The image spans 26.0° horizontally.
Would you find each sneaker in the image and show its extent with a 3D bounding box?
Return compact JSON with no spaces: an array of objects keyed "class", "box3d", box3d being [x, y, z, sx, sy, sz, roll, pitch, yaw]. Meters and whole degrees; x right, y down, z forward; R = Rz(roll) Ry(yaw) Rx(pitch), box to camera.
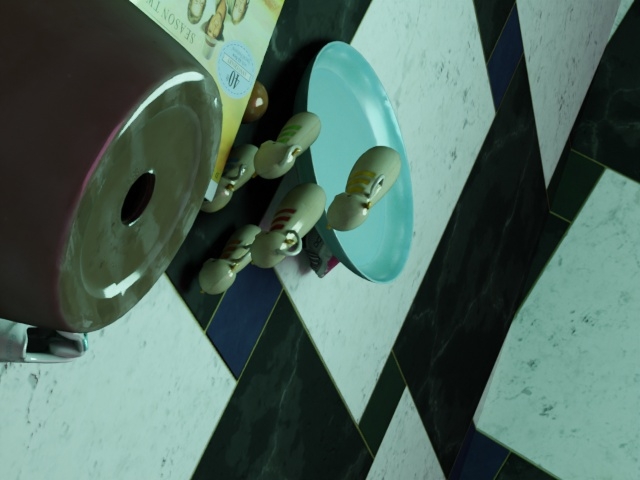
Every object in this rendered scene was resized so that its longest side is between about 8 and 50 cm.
[{"class":"sneaker","box3d":[-0.248,0.083,1.301,0.212,0.094,0.080,-19,121,-64]},{"class":"sneaker","box3d":[0.000,0.000,1.866,0.063,0.075,0.170,-43,173,-8]}]

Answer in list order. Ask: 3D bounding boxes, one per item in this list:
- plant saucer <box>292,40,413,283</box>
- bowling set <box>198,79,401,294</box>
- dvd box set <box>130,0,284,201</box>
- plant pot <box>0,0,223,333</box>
[{"class":"plant saucer","box3d":[0.039,-0.097,1.785,0.317,0.044,0.317,38,46,-56]},{"class":"bowling set","box3d":[-0.074,-0.069,1.555,0.200,0.287,0.154,51,35,-11]},{"class":"dvd box set","box3d":[-0.122,-0.278,1.396,0.420,0.062,0.307,-71,157,-9]},{"class":"plant pot","box3d":[-0.229,-0.085,0.916,0.323,0.280,0.323,-56,162,-29]}]
